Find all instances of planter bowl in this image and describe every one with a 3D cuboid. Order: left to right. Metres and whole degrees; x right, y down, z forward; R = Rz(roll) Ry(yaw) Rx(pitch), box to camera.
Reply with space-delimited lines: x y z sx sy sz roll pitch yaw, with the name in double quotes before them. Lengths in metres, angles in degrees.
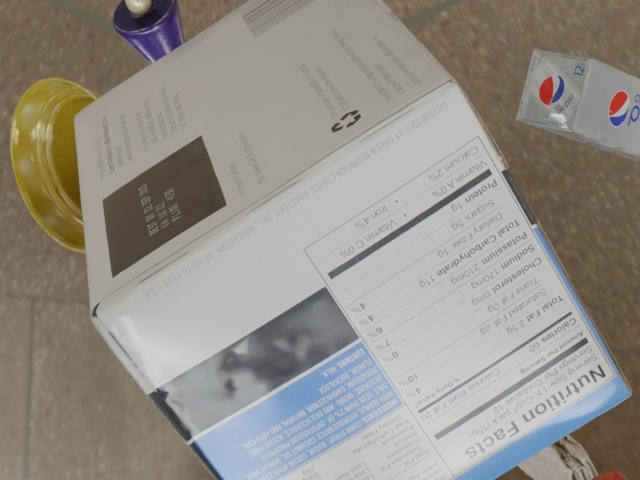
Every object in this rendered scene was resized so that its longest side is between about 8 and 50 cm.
"planter bowl" -0.274 -0.100 1.733 0.217 0.090 0.217 16 115 36

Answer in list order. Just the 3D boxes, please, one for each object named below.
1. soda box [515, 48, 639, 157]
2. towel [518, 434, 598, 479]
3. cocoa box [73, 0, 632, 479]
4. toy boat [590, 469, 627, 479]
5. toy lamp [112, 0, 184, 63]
"soda box" 0.378 -0.169 1.854 0.286 0.091 0.098 10 95 -48
"towel" 0.305 0.297 2.059 0.049 0.282 0.187 -41 131 -12
"cocoa box" 0.000 0.000 0.905 0.231 0.347 0.228 -32 114 3
"toy boat" 0.258 0.384 1.583 0.318 0.267 0.148 -23 87 -28
"toy lamp" -0.215 -0.299 1.507 0.080 0.080 0.275 -18 136 5
